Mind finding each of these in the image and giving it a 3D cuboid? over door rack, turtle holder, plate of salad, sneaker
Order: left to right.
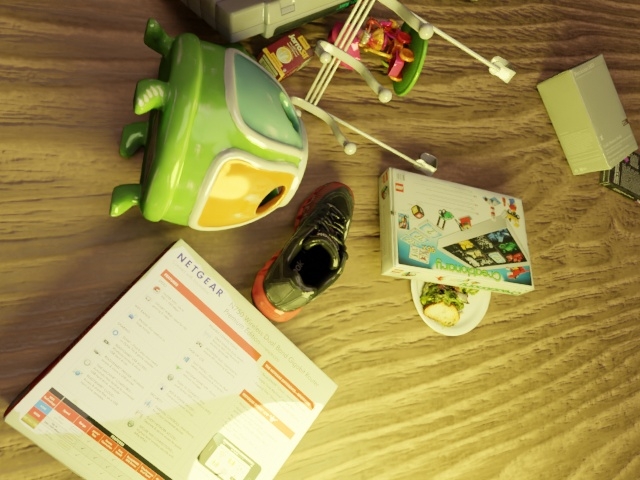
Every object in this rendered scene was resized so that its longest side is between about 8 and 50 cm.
[{"bbox_3d":[-0.153,-0.152,0.696,0.227,0.320,0.244,11,112,-24],"label":"turtle holder"},{"bbox_3d":[0.000,0.000,0.773,0.097,0.135,0.276,40,55,-13],"label":"sneaker"},{"bbox_3d":[0.137,-0.244,0.818,0.324,0.240,0.108,18,40,-22],"label":"over door rack"},{"bbox_3d":[0.262,0.083,0.952,0.199,0.048,0.200,3,83,-25],"label":"plate of salad"}]

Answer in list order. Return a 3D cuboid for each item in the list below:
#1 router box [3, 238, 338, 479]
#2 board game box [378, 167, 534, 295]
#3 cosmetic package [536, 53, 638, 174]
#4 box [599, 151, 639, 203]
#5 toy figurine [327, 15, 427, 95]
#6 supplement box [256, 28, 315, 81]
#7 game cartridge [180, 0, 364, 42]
[{"bbox_3d":[-0.186,0.221,0.700,0.335,0.082,0.301,47,67,-14],"label":"router box"},{"bbox_3d":[0.254,-0.013,0.921,0.305,0.053,0.193,10,67,-20],"label":"board game box"},{"bbox_3d":[0.613,-0.287,1.133,0.127,0.107,0.238,-31,101,-22],"label":"cosmetic package"},{"bbox_3d":[0.766,-0.170,1.235,0.162,0.029,0.116,19,76,-24],"label":"box"},{"bbox_3d":[0.092,-0.362,0.895,0.159,0.130,0.173,10,58,-15],"label":"toy figurine"},{"bbox_3d":[-0.060,-0.313,0.842,0.083,0.043,0.055,-42,101,-24],"label":"supplement box"},{"bbox_3d":[-0.058,-0.431,0.782,0.355,0.068,0.230,-33,68,-27],"label":"game cartridge"}]
